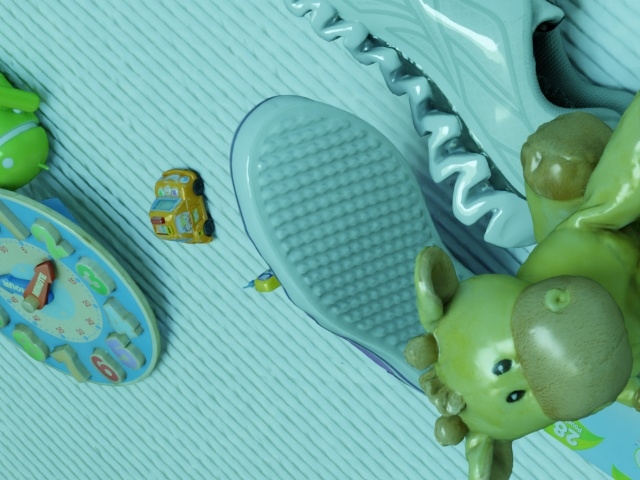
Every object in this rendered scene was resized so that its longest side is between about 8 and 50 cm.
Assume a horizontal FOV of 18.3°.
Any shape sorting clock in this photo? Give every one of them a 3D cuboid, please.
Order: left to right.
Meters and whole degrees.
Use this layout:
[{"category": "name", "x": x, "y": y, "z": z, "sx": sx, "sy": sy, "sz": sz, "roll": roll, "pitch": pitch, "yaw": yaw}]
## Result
[{"category": "shape sorting clock", "x": -0.212, "y": 0.039, "z": 1.521, "sx": 0.206, "sy": 0.040, "sz": 0.206, "roll": 25, "pitch": 142, "yaw": 21}]

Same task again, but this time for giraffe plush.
[{"category": "giraffe plush", "x": 0.127, "y": 0.037, "z": 1.042, "sx": 0.181, "sy": 0.170, "sz": 0.210, "roll": 55, "pitch": 138, "yaw": 7}]

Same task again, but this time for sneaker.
[{"category": "sneaker", "x": 0.000, "y": 0.001, "z": 1.220, "sx": 0.161, "sy": 0.102, "sz": 0.282, "roll": 28, "pitch": 163, "yaw": 46}, {"category": "sneaker", "x": 0.069, "y": -0.138, "z": 1.157, "sx": 0.292, "sy": 0.110, "sz": 0.118, "roll": 49, "pitch": 129, "yaw": -2}]

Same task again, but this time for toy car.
[{"category": "toy car", "x": -0.074, "y": -0.006, "z": 1.398, "sx": 0.122, "sy": 0.040, "sz": 0.060, "roll": 23, "pitch": 127, "yaw": 32}]

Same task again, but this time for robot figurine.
[{"category": "robot figurine", "x": -0.250, "y": -0.086, "z": 1.494, "sx": 0.115, "sy": 0.067, "sz": 0.101, "roll": 52, "pitch": 125, "yaw": 6}]

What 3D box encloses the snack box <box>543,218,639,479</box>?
[{"category": "snack box", "x": 0.238, "y": 0.070, "z": 1.135, "sx": 0.174, "sy": 0.070, "sz": 0.207, "roll": 34, "pitch": 133, "yaw": 24}]
